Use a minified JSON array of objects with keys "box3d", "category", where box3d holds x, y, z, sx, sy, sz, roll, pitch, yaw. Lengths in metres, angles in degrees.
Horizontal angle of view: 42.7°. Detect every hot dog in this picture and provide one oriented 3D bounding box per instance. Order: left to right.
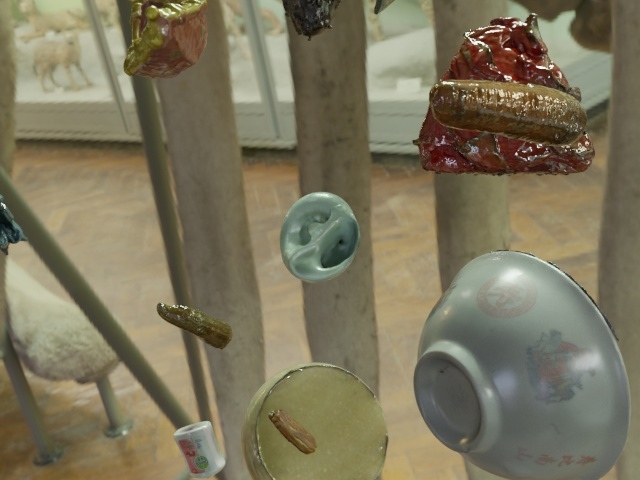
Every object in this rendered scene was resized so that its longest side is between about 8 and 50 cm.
[{"box3d":[-0.055,0.373,1.584,0.037,0.122,0.049,-43,12,15],"category":"hot dog"}]

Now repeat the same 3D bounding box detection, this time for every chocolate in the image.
[{"box3d":[-0.019,-0.505,1.768,0.156,0.156,0.133,-8,59,9],"category":"chocolate"}]

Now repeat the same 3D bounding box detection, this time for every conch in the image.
[{"box3d":[0.003,0.001,1.714,0.185,0.121,0.221,-13,52,32],"category":"conch"}]

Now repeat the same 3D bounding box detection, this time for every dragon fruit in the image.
[{"box3d":[0.361,-0.278,1.585,0.286,0.329,0.228,-2,12,-28],"category":"dragon fruit"}]

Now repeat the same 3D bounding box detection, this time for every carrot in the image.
[{"box3d":[0.190,-0.133,0.825,0.186,0.060,0.060,6,16,-25],"category":"carrot"}]

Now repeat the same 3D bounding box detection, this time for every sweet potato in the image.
[{"box3d":[-0.273,0.194,1.853,0.081,0.233,0.062,-3,66,33],"category":"sweet potato"}]

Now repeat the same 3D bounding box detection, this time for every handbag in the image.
[{"box3d":[-0.565,-0.079,1.328,0.062,0.229,0.179,-39,75,-17],"category":"handbag"}]

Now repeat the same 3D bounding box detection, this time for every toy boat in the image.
[{"box3d":[-0.196,-0.260,1.020,0.141,0.099,0.318,-46,25,3],"category":"toy boat"}]

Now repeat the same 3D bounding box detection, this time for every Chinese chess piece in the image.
[{"box3d":[-0.010,0.445,1.851,0.338,0.338,0.140,-24,-12,-25],"category":"Chinese chess piece"}]

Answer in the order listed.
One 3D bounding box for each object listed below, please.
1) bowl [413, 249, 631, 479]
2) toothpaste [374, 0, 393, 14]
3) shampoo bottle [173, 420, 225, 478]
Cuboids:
[{"box3d":[0.230,0.196,1.113,0.157,0.345,0.345,-15,22,-31],"category":"bowl"},{"box3d":[0.135,-0.505,1.508,0.060,0.233,0.038,-38,74,-17],"category":"toothpaste"},{"box3d":[-0.213,0.378,1.458,0.072,0.099,0.043,-17,7,17],"category":"shampoo bottle"}]
